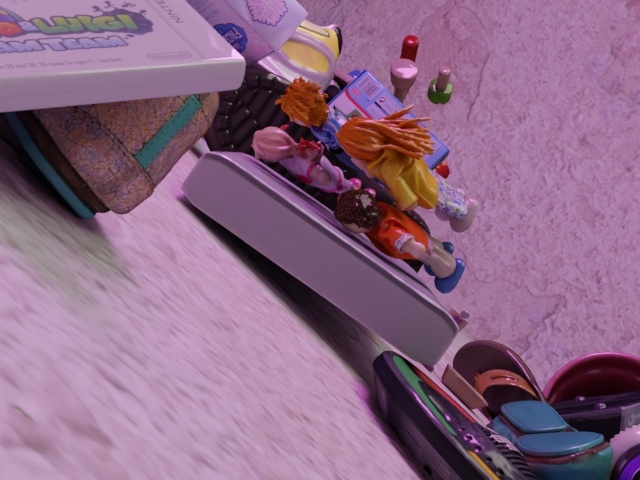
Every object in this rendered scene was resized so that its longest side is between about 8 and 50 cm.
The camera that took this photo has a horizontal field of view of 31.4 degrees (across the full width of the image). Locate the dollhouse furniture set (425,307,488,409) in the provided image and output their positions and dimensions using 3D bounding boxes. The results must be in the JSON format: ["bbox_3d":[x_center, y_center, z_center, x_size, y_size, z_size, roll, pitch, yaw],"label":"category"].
[{"bbox_3d":[0.174,0.138,1.375,0.114,0.081,0.091,45,4,-2],"label":"dollhouse furniture set"}]

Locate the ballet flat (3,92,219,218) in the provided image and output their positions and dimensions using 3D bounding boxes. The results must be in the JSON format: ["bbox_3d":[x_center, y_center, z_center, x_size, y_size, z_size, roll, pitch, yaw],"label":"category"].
[{"bbox_3d":[-0.149,-0.129,0.621,0.316,0.106,0.107,48,-4,36],"label":"ballet flat"}]

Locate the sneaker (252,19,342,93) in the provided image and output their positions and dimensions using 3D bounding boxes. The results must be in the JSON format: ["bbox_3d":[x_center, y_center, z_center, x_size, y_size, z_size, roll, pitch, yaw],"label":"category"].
[{"bbox_3d":[-0.145,-0.309,1.475,0.385,0.147,0.145,38,-23,-8],"label":"sneaker"}]

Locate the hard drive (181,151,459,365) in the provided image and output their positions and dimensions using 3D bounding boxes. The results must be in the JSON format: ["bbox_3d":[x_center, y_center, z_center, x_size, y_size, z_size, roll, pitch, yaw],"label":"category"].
[{"bbox_3d":[0.000,0.000,1.016,0.233,0.047,0.353,35,4,-3],"label":"hard drive"}]

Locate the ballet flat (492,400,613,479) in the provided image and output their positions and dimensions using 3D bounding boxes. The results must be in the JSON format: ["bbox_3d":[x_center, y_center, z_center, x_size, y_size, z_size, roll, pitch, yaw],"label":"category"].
[{"bbox_3d":[0.203,0.199,0.992,0.247,0.083,0.087,-144,-133,-90],"label":"ballet flat"}]

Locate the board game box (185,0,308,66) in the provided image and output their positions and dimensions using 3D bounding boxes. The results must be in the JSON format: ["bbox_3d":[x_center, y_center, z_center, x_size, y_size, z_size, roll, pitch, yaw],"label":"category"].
[{"bbox_3d":[-0.206,-0.306,1.281,0.318,0.066,0.319,44,-22,-17],"label":"board game box"}]

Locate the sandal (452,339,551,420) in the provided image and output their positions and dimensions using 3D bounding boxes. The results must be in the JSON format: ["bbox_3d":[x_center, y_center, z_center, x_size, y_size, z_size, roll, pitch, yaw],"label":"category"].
[{"bbox_3d":[0.238,0.209,1.458,0.060,0.090,0.219,11,35,-42],"label":"sandal"}]

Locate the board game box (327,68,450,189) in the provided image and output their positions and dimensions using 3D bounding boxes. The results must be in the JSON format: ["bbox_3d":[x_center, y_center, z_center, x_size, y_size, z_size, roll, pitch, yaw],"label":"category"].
[{"bbox_3d":[0.040,-0.099,1.500,0.160,0.211,0.039,46,-10,8],"label":"board game box"}]

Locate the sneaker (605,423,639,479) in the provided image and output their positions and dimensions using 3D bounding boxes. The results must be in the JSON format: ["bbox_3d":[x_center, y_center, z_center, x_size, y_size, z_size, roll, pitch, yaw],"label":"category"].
[{"bbox_3d":[0.331,0.303,0.948,0.293,0.102,0.146,57,3,-15],"label":"sneaker"}]

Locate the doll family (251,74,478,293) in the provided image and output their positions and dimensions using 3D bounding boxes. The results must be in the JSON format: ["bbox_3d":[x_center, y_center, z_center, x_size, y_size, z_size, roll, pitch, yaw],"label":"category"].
[{"bbox_3d":[0.039,-0.074,1.011,0.163,0.118,0.263,32,4,-37],"label":"doll family"}]

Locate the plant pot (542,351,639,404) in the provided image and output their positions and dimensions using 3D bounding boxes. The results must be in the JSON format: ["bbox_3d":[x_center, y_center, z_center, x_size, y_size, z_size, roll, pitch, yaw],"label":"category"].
[{"bbox_3d":[0.388,0.272,1.534,0.201,0.201,0.180,46,-11,24],"label":"plant pot"}]

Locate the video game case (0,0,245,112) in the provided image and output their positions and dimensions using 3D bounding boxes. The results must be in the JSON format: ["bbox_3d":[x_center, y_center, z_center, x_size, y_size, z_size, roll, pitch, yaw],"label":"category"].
[{"bbox_3d":[-0.133,-0.101,0.485,0.157,0.019,0.143,-11,45,-36],"label":"video game case"}]

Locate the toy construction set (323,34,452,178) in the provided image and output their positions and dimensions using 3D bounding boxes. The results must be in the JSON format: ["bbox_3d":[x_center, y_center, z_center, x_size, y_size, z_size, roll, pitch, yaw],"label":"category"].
[{"bbox_3d":[0.073,-0.121,1.685,0.258,0.308,0.237,26,-31,12],"label":"toy construction set"}]

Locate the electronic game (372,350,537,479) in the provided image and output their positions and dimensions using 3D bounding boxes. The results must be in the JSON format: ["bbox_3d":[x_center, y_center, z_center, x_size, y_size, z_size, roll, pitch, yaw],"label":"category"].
[{"bbox_3d":[0.121,0.163,0.800,0.229,0.048,0.229,44,4,-4],"label":"electronic game"}]

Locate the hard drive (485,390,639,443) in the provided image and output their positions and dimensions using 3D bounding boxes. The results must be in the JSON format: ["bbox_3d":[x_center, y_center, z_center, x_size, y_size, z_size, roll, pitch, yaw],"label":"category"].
[{"bbox_3d":[0.306,0.205,1.278,0.255,0.172,0.054,3,76,-60],"label":"hard drive"}]

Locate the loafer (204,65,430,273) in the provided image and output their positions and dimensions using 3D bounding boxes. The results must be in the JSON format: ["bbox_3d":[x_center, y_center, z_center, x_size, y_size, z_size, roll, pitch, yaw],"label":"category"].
[{"bbox_3d":[-0.022,-0.066,1.326,0.366,0.134,0.130,45,-10,-36],"label":"loafer"}]
